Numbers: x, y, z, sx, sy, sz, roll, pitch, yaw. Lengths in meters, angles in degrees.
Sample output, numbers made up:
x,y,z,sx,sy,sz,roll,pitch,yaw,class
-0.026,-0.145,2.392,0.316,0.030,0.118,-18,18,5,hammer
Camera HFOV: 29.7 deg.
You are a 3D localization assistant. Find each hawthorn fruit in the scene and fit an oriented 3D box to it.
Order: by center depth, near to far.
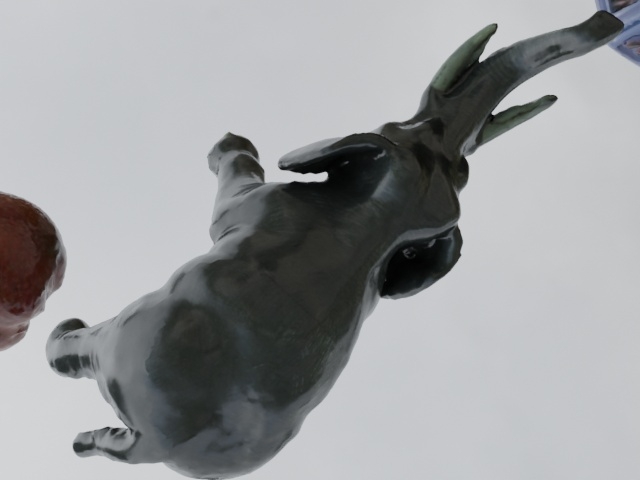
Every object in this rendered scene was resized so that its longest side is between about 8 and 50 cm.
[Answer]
x,y,z,sx,sy,sz,roll,pitch,yaw,class
-0.345,0.021,1.207,0.179,0.173,0.173,21,-142,8,hawthorn fruit

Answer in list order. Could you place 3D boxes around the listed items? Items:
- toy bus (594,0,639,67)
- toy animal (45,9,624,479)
x,y,z,sx,sy,sz,roll,pitch,yaw,class
0.183,-0.228,0.591,0.126,0.133,0.292,14,-117,-46,toy bus
-0.002,-0.004,0.509,0.082,0.269,0.137,49,171,-24,toy animal
